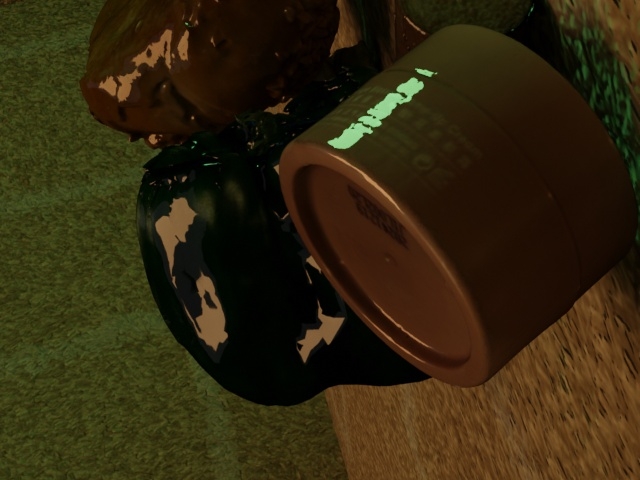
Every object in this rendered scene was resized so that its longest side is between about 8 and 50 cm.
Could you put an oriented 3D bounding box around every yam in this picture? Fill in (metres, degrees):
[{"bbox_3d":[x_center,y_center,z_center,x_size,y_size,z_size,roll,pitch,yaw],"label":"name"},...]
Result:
[{"bbox_3d":[0.078,-0.102,0.713,0.127,0.084,0.084,90,166,-57],"label":"yam"}]

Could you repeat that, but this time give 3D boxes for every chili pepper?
[{"bbox_3d":[0.000,0.000,1.040,0.233,0.249,0.256,-39,-67,-65],"label":"chili pepper"}]

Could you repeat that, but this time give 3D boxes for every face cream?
[{"bbox_3d":[0.065,-0.016,0.622,0.149,0.104,0.149,44,160,20],"label":"face cream"}]

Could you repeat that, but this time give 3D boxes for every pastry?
[{"bbox_3d":[-0.086,-0.205,1.191,0.162,0.311,0.255,39,-129,-24],"label":"pastry"}]

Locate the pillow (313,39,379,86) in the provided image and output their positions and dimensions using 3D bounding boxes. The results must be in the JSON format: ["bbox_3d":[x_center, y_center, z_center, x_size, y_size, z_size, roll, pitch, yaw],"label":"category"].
[{"bbox_3d":[0.026,-0.103,1.248,0.134,0.078,0.181,-131,30,-78],"label":"pillow"}]
